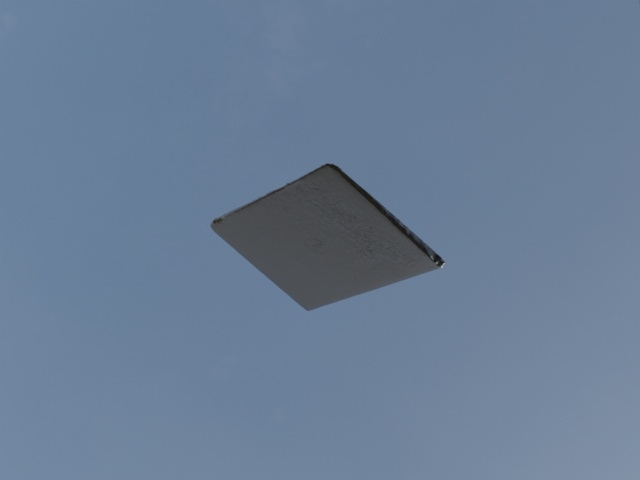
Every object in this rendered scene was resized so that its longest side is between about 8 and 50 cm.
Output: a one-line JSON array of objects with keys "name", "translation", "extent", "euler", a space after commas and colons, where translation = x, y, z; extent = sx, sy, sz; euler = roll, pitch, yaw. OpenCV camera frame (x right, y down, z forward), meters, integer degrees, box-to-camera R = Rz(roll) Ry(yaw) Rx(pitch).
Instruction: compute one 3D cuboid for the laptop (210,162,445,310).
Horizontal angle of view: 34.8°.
[{"name": "laptop", "translation": [0.000, 0.000, 0.881], "extent": [0.135, 0.016, 0.197], "euler": [41, -34, -21]}]
